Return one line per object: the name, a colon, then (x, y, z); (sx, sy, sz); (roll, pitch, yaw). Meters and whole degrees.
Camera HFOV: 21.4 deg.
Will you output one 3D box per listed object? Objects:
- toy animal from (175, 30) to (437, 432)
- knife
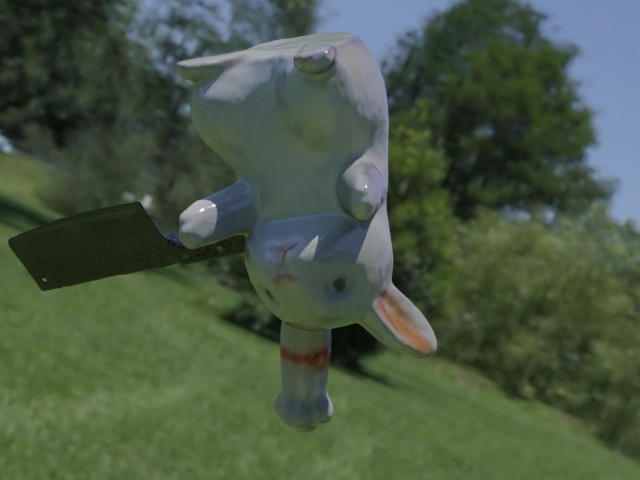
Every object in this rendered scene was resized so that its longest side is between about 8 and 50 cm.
toy animal: (-0.007, -0.007, 1.156); (0.140, 0.282, 0.138); (-6, -3, 26)
knife: (-0.153, -0.001, 1.398); (0.245, 0.019, 0.072); (-11, -53, 29)
